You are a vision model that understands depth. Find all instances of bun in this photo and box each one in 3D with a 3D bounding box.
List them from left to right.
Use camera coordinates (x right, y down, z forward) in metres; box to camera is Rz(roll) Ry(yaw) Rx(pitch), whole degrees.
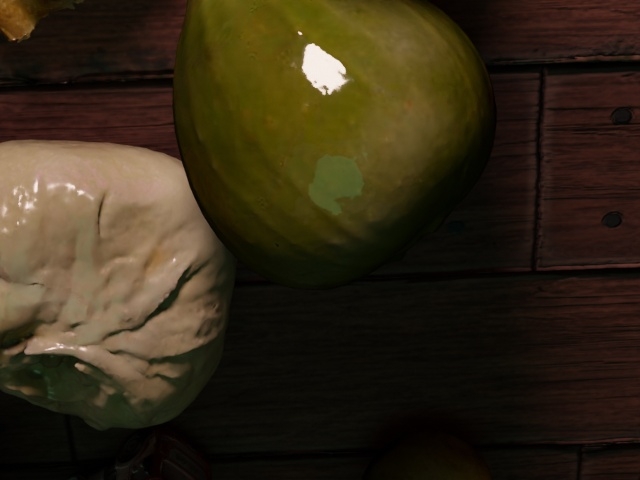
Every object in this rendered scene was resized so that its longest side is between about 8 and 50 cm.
[{"bbox_3d":[-0.250,0.056,1.666,0.361,0.213,0.361,-2,131,-3],"label":"bun"}]

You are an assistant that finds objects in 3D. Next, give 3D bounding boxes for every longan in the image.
[{"bbox_3d":[0.126,0.304,1.912,0.155,0.145,0.176,-30,98,38],"label":"longan"}]

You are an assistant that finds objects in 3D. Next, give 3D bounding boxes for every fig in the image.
[{"bbox_3d":[-0.002,-0.123,1.509,0.316,0.316,0.316,-1,128,-1],"label":"fig"}]

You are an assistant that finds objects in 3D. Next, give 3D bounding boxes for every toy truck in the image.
[{"bbox_3d":[-0.252,0.335,1.936,0.270,0.135,0.114,-35,121,23],"label":"toy truck"}]

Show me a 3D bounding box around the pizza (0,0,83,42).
[{"bbox_3d":[-0.256,-0.287,1.482,0.188,0.080,0.204,-22,124,15],"label":"pizza"}]
